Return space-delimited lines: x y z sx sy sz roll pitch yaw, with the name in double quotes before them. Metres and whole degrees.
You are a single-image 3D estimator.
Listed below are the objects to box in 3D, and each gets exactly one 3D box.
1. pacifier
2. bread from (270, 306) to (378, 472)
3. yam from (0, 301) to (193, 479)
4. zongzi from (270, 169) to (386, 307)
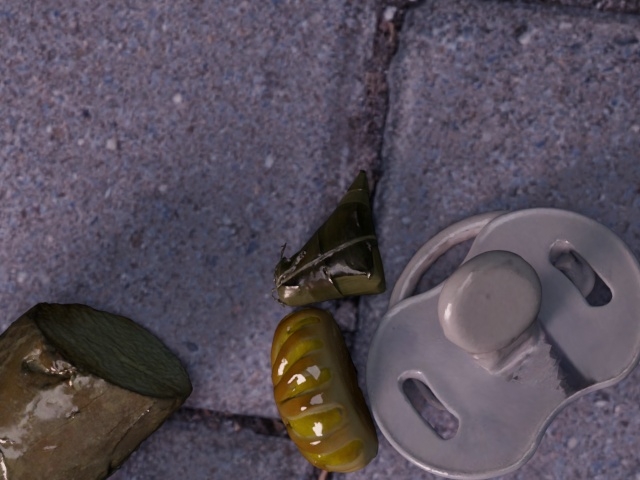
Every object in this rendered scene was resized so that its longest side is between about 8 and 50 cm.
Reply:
"pacifier" 0.146 0.068 1.408 0.279 0.207 0.227 -41 66 1
"bread" -0.001 0.144 1.474 0.083 0.094 0.157 -21 93 0
"yam" -0.279 0.184 1.464 0.304 0.168 0.168 -43 84 3
"zongzi" 0.000 0.000 1.503 0.109 0.055 0.119 -12 74 6
